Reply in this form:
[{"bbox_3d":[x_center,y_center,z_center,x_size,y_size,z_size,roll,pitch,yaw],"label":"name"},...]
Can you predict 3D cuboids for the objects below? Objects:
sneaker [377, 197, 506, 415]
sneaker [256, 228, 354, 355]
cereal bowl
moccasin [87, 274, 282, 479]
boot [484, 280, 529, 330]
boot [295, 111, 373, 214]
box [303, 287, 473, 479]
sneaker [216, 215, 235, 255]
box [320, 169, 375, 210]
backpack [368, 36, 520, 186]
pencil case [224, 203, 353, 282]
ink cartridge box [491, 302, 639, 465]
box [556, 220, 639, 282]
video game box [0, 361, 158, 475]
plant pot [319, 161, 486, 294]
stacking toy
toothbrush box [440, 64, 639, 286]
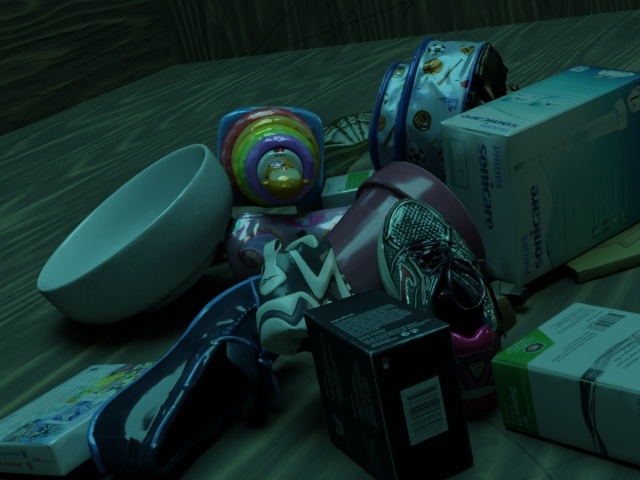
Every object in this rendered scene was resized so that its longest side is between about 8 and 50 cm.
[{"bbox_3d":[0.144,0.051,1.243,0.121,0.112,0.299,-14,44,-6],"label":"sneaker"},{"bbox_3d":[0.011,0.065,1.262,0.235,0.153,0.094,17,-35,-43],"label":"sneaker"},{"bbox_3d":[-0.264,0.010,1.675,0.339,0.141,0.339,-34,20,14],"label":"cereal bowl"},{"bbox_3d":[-0.111,0.167,1.255,0.117,0.138,0.342,8,41,38],"label":"moccasin"},{"bbox_3d":[0.210,0.086,1.394,0.087,0.042,0.118,-5,17,41],"label":"boot"},{"bbox_3d":[0.036,-0.120,1.885,0.213,0.165,0.077,-27,47,-2],"label":"boot"},{"bbox_3d":[0.067,0.148,1.104,0.093,0.156,0.158,-19,19,-22],"label":"box"},{"bbox_3d":[-0.197,-0.022,1.923,0.106,0.078,0.234,-11,22,-5],"label":"sneaker"},{"bbox_3d":[0.055,-0.051,1.796,0.087,0.102,0.101,-11,19,10],"label":"box"},{"bbox_3d":[0.190,-0.175,1.627,0.213,0.263,0.276,6,66,13],"label":"backpack"},{"bbox_3d":[0.000,0.000,1.653,0.284,0.124,0.124,-6,19,20],"label":"pencil case"},{"bbox_3d":[0.302,0.141,1.082,0.153,0.087,0.208,-25,21,-35],"label":"ink cartridge box"},{"bbox_3d":[0.416,0.002,1.535,0.201,0.021,0.164,-16,18,-10],"label":"box"},{"bbox_3d":[-0.286,0.208,1.289,0.187,0.048,0.205,-12,14,44],"label":"video game box"},{"bbox_3d":[0.087,0.025,1.440,0.180,0.201,0.201,-38,27,-22],"label":"plant pot"},{"bbox_3d":[-0.067,-0.110,1.649,0.175,0.166,0.302,-1,13,-6],"label":"stacking toy"},{"bbox_3d":[0.318,-0.096,1.497,0.295,0.216,0.126,-26,28,-33],"label":"toothbrush box"}]
